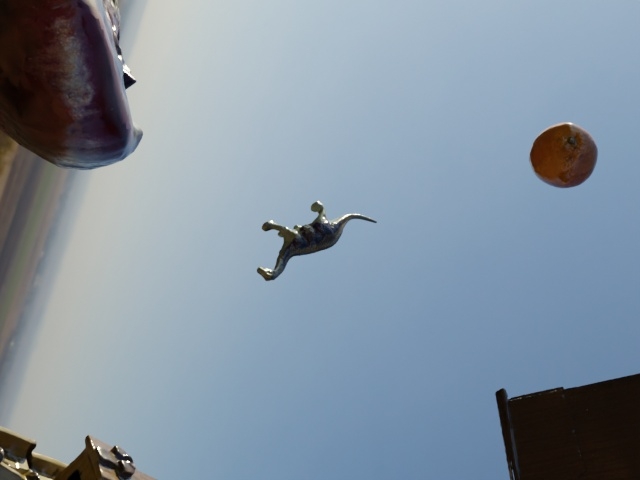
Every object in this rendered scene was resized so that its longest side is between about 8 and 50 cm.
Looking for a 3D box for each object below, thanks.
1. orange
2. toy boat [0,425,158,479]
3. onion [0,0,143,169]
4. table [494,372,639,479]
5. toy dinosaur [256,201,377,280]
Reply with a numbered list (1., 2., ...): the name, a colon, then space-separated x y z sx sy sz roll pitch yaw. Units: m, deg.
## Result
1. orange: 0.300 -0.104 1.050 0.083 0.083 0.084 -162 -90 -75
2. toy boat: -0.149 0.170 0.562 0.072 0.206 0.064 -46 -139 6
3. onion: -0.280 -0.185 0.801 0.272 0.195 0.272 163 -90 -73
4. table: 0.367 0.265 0.905 0.282 0.250 0.196 -16 -129 19
5. toy dinosaur: -0.011 -0.009 0.840 0.180 0.058 0.037 -32 159 -39
